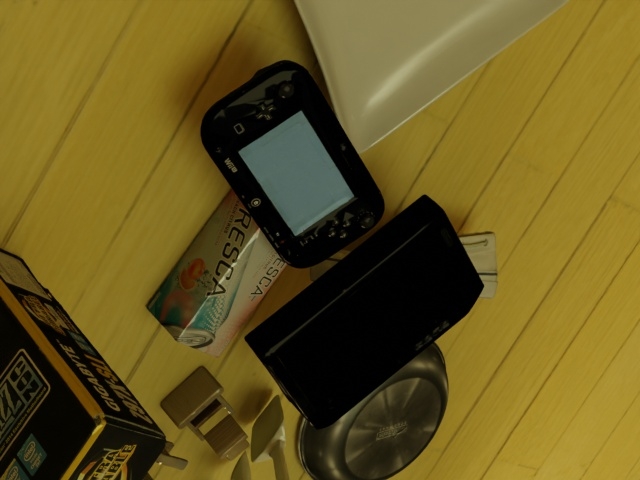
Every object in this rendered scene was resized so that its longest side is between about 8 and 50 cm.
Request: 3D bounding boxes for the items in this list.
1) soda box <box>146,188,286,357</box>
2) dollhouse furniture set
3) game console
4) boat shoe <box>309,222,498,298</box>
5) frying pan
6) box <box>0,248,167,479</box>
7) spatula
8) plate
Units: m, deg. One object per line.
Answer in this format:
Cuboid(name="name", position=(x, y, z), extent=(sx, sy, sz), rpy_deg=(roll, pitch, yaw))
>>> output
Cuboid(name="soda box", position=(-0.072, 0.012, 1.384), extent=(0.063, 0.058, 0.183), rpy_deg=(28, 100, -48))
Cuboid(name="dollhouse furniture set", position=(-0.123, 0.215, 1.403), extent=(0.161, 0.182, 0.101), rpy_deg=(-42, 139, -6))
Cuboid(name="game console", position=(0.000, 0.000, 1.352), extent=(0.213, 0.044, 0.361), rpy_deg=(-39, 131, -7))
Cuboid(name="boat shoe", position=(0.083, 0.014, 1.518), extent=(0.226, 0.083, 0.075), rpy_deg=(5, 90, -42))
Cuboid(name="frying pan", position=(0.034, 0.243, 1.668), extent=(0.197, 0.053, 0.326), rpy_deg=(16, 106, -45))
Cuboid(name="box", position=(-0.286, 0.196, 1.194), extent=(0.079, 0.257, 0.322), rpy_deg=(25, 103, -48))
Cuboid(name="spatula", position=(-0.072, 0.256, 1.462), extent=(0.019, 0.242, 0.168), rpy_deg=(33, 102, -15))
Cuboid(name="plate", position=(0.090, -0.248, 1.330), extent=(0.278, 0.045, 0.277), rpy_deg=(-37, 137, -12))
